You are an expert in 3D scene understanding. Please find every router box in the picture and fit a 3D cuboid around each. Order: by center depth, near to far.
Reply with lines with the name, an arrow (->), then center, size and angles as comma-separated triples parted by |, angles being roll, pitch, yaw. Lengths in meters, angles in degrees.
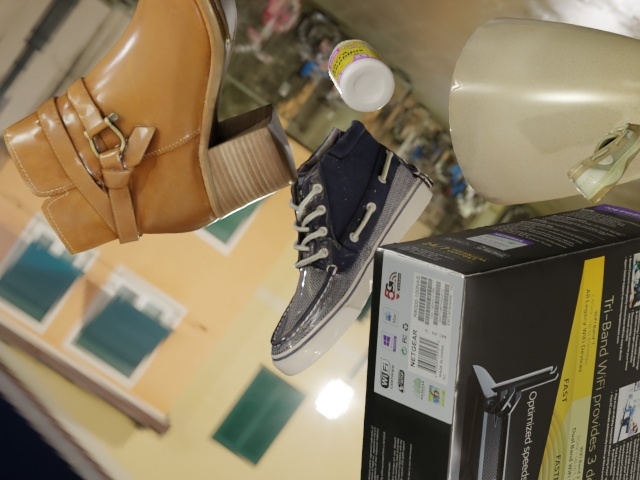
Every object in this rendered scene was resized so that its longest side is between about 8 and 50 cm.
router box -> 0.139, 0.142, 0.872 | 0.243, 0.308, 0.081 | -9, -161, -41

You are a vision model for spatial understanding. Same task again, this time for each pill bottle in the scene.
pill bottle -> 0.030, -0.135, 1.012 | 0.043, 0.043, 0.083 | 35, -166, -22

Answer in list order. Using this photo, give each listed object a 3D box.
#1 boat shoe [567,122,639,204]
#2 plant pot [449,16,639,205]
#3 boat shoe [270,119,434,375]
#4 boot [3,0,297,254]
boat shoe -> 0.317, -0.096, 1.400 | 0.048, 0.056, 0.153 | 41, -133, 2
plant pot -> 0.352, -0.167, 1.634 | 0.274, 0.256, 0.256 | 5, 160, 43
boat shoe -> 0.000, 0.000, 1.627 | 0.158, 0.340, 0.127 | 44, 150, -18
boot -> -0.167, -0.134, 1.071 | 0.109, 0.220, 0.283 | -84, -26, -65
